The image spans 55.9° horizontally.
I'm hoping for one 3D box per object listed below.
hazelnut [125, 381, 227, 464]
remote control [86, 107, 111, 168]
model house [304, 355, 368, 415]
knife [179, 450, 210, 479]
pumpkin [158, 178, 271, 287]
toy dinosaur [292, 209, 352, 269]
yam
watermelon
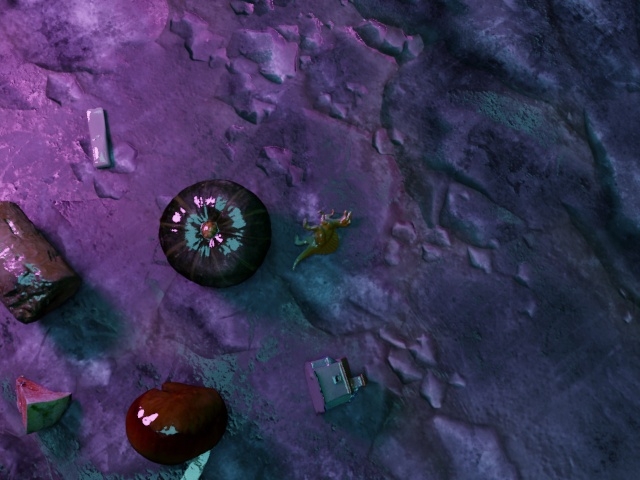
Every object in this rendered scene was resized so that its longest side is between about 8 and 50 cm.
[{"bbox_3d":[-0.357,0.467,1.520,0.252,0.217,0.217,-4,77,-30],"label":"hazelnut"},{"bbox_3d":[-0.644,-0.300,1.747,0.050,0.027,0.184,-10,78,-8],"label":"remote control"},{"bbox_3d":[0.047,0.378,1.621,0.149,0.119,0.148,-12,77,-18],"label":"model house"},{"bbox_3d":[-0.356,0.654,1.564,0.047,0.017,0.297,25,77,7],"label":"knife"},{"bbox_3d":[-0.282,-0.020,1.630,0.300,0.207,0.300,0,90,2],"label":"pumpkin"},{"bbox_3d":[0.000,-0.002,1.734,0.142,0.057,0.212,18,88,-20],"label":"toy dinosaur"},{"bbox_3d":[-0.779,0.062,1.569,0.195,0.195,0.300,-41,82,-12],"label":"yam"},{"bbox_3d":[-0.743,0.424,1.540,0.158,0.121,0.097,21,98,4],"label":"watermelon"}]
